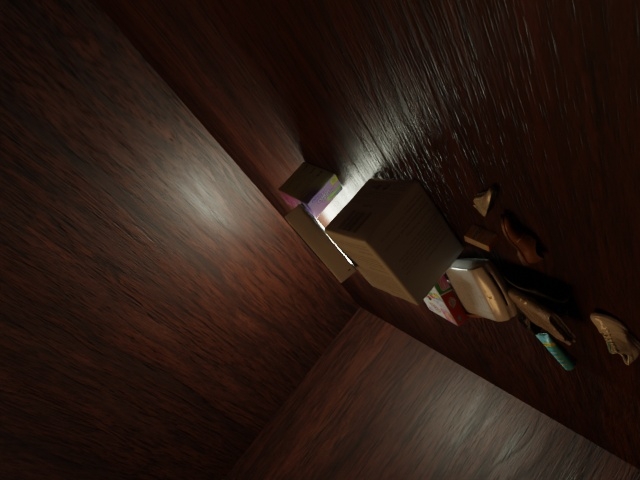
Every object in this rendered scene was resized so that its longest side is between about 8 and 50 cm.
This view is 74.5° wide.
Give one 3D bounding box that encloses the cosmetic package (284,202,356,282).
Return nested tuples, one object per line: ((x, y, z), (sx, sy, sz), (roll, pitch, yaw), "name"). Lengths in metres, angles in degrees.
((0.000, 0.000, 1.915), (0.377, 0.097, 0.284), (49, -178, -4), "cosmetic package")

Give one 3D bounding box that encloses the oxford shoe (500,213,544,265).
((0.651, -0.012, 1.360), (0.076, 0.076, 0.212), (-25, 115, 43), "oxford shoe")

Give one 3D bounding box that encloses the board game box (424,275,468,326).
((0.532, 0.231, 1.977), (0.316, 0.064, 0.242), (56, 170, -20), "board game box")

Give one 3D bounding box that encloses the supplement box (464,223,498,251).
((0.582, -0.010, 1.524), (0.098, 0.062, 0.036), (29, 164, 38), "supplement box")

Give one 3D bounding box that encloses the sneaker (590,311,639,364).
((0.995, 0.335, 1.426), (0.212, 0.094, 0.080), (41, 168, -1), "sneaker")

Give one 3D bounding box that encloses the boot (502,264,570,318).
((0.796, 0.193, 1.551), (0.236, 0.085, 0.178), (30, 166, 44), "boot")

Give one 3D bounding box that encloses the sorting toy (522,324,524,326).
((0.928, 0.364, 1.850), (0.061, 0.042, 0.102), (10, 138, 36), "sorting toy")

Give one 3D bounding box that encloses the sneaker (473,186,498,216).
((0.519, -0.128, 1.338), (0.061, 0.053, 0.152), (39, 168, 21), "sneaker")

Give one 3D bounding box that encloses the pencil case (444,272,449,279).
((0.573, 0.118, 1.944), (0.206, 0.088, 0.086), (34, -158, 26), "pencil case")

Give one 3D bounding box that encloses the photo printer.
((0.652, 0.193, 1.711), (0.256, 0.107, 0.307), (61, 173, -2), "photo printer")

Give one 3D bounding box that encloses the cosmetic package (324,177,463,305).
((0.300, -0.006, 1.748), (0.393, 0.327, 0.329), (48, 165, -27), "cosmetic package")

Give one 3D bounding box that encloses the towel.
((0.811, 0.283, 1.541), (0.282, 0.049, 0.187), (37, -178, -34), "towel")

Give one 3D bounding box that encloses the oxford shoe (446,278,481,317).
((0.659, 0.244, 1.988), (0.397, 0.140, 0.146), (20, 151, 53), "oxford shoe")

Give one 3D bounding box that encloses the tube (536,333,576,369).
((1.055, 0.490, 1.886), (0.207, 0.052, 0.080), (47, 156, -2), "tube")

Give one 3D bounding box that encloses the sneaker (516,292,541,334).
((0.839, 0.298, 1.771), (0.227, 0.087, 0.130), (48, 167, -19), "sneaker")

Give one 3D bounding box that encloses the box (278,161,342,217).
((-0.053, -0.262, 2.149), (0.243, 0.213, 0.117), (28, 162, 40), "box")
